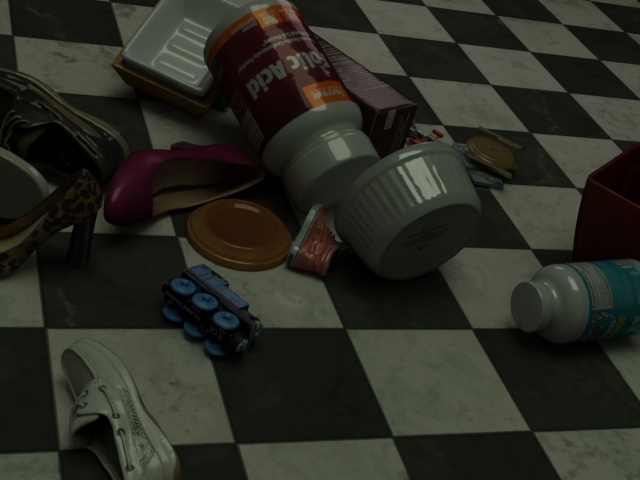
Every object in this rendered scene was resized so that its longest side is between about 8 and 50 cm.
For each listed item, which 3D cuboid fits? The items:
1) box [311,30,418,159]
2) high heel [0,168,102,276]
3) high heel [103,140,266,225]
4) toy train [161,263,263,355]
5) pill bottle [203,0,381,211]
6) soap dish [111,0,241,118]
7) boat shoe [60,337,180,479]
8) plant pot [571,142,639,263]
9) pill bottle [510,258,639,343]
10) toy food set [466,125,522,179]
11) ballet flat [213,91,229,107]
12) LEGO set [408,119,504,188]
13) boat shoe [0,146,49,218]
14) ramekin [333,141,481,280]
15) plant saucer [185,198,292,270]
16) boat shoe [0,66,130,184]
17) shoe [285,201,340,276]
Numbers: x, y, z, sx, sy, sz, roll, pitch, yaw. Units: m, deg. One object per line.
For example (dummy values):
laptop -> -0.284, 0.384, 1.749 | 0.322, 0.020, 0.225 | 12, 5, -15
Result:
box -> 0.016, -0.300, 2.233 | 0.143, 0.191, 0.381 | -16, 46, -40
high heel -> -0.482, -0.038, 1.629 | 0.261, 0.186, 0.093 | -3, 38, -27
high heel -> -0.244, -0.104, 1.878 | 0.181, 0.127, 0.377 | 14, 28, 15
toy train -> -0.172, 0.113, 1.651 | 0.184, 0.080, 0.105 | 35, 31, 25
pill bottle -> -0.055, -0.267, 2.041 | 0.224, 0.224, 0.392 | -14, 65, -39
soap dish -> -0.286, -0.416, 2.247 | 0.229, 0.118, 0.291 | 25, 57, 4
boat shoe -> -0.295, 0.239, 1.390 | 0.096, 0.098, 0.277 | -13, 45, -38
plant pot -> 0.651, -0.002, 2.042 | 0.267, 0.236, 0.267 | 35, 37, 23
pill bottle -> 0.480, 0.112, 1.880 | 0.264, 0.146, 0.146 | -3, 38, -27
toy food set -> 0.394, -0.192, 2.367 | 0.132, 0.038, 0.192 | 27, 32, 5
ballet flat -> -0.242, -0.330, 2.307 | 0.041, 0.041, 0.114 | -20, 48, -43
LEGO set -> 0.289, -0.202, 2.333 | 0.244, 0.060, 0.182 | 9, 34, -18
boat shoe -> -0.610, -0.150, 1.794 | 0.340, 0.127, 0.158 | 20, 27, 4
ramekin -> 0.170, -0.041, 1.872 | 0.272, 0.273, 0.127 | -8, 54, -33
plant saucer -> -0.147, -0.019, 1.889 | 0.200, 0.037, 0.200 | 12, 33, -8
boat shoe -> -0.521, -0.209, 1.871 | 0.355, 0.132, 0.130 | 23, 24, -4
shoe -> 0.000, 0.000, 1.909 | 0.081, 0.063, 0.178 | 21, 39, 4
